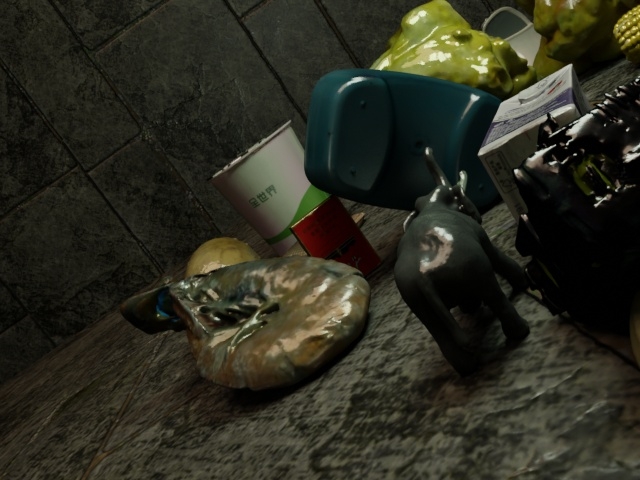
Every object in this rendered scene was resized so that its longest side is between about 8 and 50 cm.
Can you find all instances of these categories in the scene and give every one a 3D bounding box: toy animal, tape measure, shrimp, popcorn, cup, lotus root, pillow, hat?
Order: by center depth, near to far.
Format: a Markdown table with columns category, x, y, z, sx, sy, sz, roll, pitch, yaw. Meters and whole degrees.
| category | x | y | z | sx | sy | sz | roll | pitch | yaw |
| --- | --- | --- | --- | --- | --- | --- | --- | --- | --- |
| tape measure | 0.231 | -0.038 | 0.425 | 0.186 | 0.112 | 0.199 | -31 | -26 | 3 |
| toy animal | 0.136 | 0.010 | 0.587 | 0.082 | 0.137 | 0.269 | -32 | 19 | 28 |
| shrimp | -0.124 | 0.113 | 0.857 | 0.446 | 0.110 | 0.221 | -4 | 40 | 39 |
| lotus root | -0.188 | 0.079 | 1.154 | 0.151 | 0.169 | 0.343 | 0 | 8 | -12 |
| popcorn | 0.254 | -0.293 | 1.186 | 0.312 | 0.312 | 0.312 | -33 | 11 | 7 |
| popcorn | 0.531 | -0.496 | 1.206 | 0.321 | 0.290 | 0.325 | -25 | 34 | 33 |
| pillow | 0.002 | -0.002 | 1.291 | 0.211 | 0.034 | 0.135 | -23 | 14 | 41 |
| cup | -0.101 | -0.118 | 1.466 | 0.253 | 0.274 | 0.253 | -35 | 11 | 8 |
| hat | 0.460 | -0.439 | 1.469 | 0.275 | 0.232 | 0.161 | -21 | -26 | -12 |

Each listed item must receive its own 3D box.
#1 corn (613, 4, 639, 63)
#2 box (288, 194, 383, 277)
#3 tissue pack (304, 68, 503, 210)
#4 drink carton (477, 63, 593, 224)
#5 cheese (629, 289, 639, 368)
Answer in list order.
| category | x | y | z | sx | sy | sz | roll | pitch | yaw |
| --- | --- | --- | --- | --- | --- | --- | --- | --- | --- |
| corn | 0.601 | -0.376 | 0.960 | 0.244 | 0.093 | 0.093 | -27 | 13 | 37 |
| box | 0.024 | 0.007 | 0.924 | 0.090 | 0.133 | 0.023 | -36 | 8 | -12 |
| tissue pack | 0.119 | -0.148 | 0.900 | 0.287 | 0.198 | 0.206 | 4 | 11 | -13 |
| drink carton | 0.261 | -0.095 | 0.659 | 0.102 | 0.134 | 0.222 | -29 | 12 | 32 |
| cheese | 0.212 | 0.074 | 0.298 | 0.127 | 0.050 | 0.255 | -24 | 15 | 42 |
